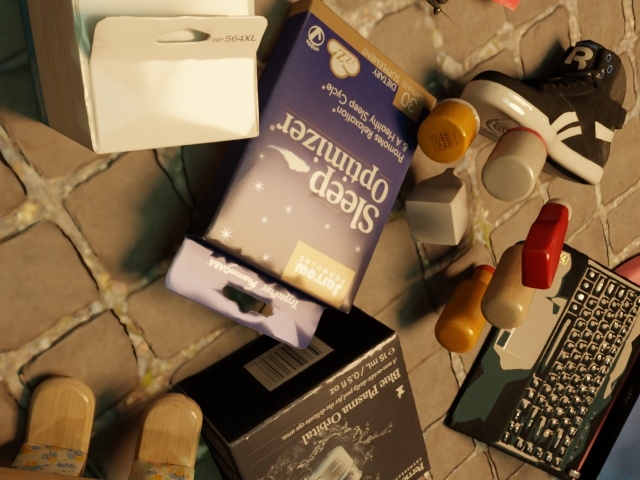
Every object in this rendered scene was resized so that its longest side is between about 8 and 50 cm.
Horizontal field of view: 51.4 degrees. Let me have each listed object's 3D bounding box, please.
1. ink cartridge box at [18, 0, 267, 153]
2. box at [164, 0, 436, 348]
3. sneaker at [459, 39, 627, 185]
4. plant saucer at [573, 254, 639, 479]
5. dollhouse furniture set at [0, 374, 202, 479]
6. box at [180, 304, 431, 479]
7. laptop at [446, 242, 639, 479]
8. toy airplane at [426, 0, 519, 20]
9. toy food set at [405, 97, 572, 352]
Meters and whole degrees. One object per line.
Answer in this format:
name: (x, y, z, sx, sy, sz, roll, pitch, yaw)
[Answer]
ink cartridge box: (-0.099, -0.103, 0.362, 0.092, 0.143, 0.090, -13, 113, -30)
box: (-0.006, -0.041, 0.485, 0.136, 0.036, 0.225, 30, 79, -33)
sneaker: (0.210, -0.139, 0.608, 0.217, 0.079, 0.121, 20, 91, -45)
plant saucer: (0.421, 0.182, 0.852, 0.332, 0.084, 0.332, -11, 111, -30)
dollhouse furniture set: (-0.175, 0.125, 0.353, 0.242, 0.212, 0.161, 11, 102, -9)
box: (-0.006, 0.156, 0.548, 0.156, 0.093, 0.158, -30, 122, -23)
laptop: (0.311, 0.158, 0.678, 0.264, 0.136, 0.234, 27, 89, -12)
toy airplane: (0.118, -0.252, 0.530, 0.151, 0.028, 0.151, -13, 113, -32)
toy food set: (0.148, -0.019, 0.566, 0.104, 0.111, 0.232, -50, 135, -46)
